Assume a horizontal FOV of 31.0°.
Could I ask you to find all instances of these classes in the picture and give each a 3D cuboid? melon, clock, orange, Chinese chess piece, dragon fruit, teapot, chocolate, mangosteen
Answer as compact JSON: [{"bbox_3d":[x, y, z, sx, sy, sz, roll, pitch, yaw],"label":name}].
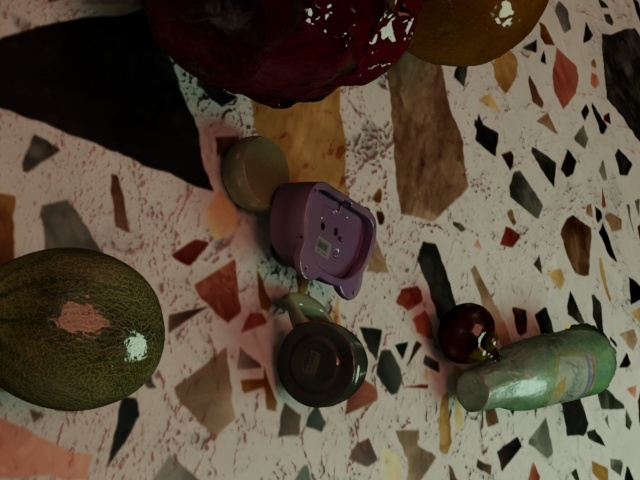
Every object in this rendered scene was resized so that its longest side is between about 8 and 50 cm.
[{"bbox_3d":[-0.207,0.076,0.976,0.192,0.139,0.139,14,69,-49],"label":"melon"},{"bbox_3d":[0.000,0.000,1.281,0.153,0.050,0.110,29,70,-54],"label":"clock"},{"bbox_3d":[0.165,-0.353,1.448,0.264,0.264,0.264,17,67,-46],"label":"orange"},{"bbox_3d":[-0.070,-0.072,1.257,0.084,0.034,0.084,16,70,-48],"label":"Chinese chess piece"},{"bbox_3d":[-0.037,-0.284,1.148,0.329,0.329,0.329,17,67,-46],"label":"dragon fruit"},{"bbox_3d":[0.011,0.118,1.257,0.091,0.092,0.124,12,76,-64],"label":"teapot"},{"bbox_3d":[0.286,0.180,1.550,0.291,0.110,0.110,-6,84,-48],"label":"chocolate"},{"bbox_3d":[0.189,0.118,1.466,0.081,0.081,0.080,17,67,-46],"label":"mangosteen"}]
